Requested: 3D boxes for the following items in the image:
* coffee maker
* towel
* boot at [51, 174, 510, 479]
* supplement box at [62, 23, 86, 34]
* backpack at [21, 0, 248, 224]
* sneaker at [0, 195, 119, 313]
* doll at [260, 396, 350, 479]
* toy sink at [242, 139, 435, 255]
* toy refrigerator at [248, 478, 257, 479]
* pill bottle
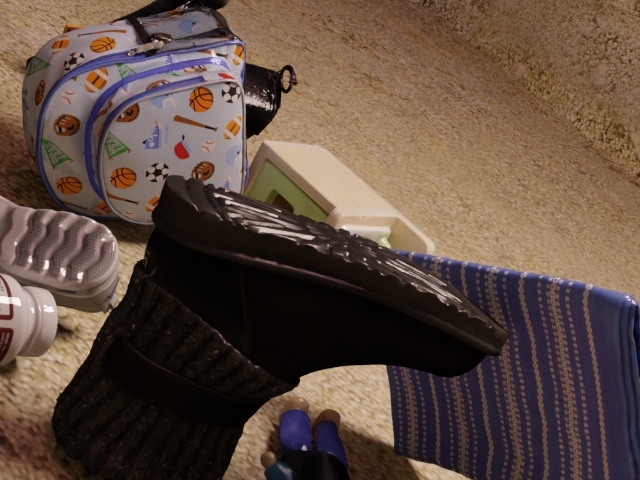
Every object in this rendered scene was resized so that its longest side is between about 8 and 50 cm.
[{"bbox_3d":[-0.160,-0.244,1.731,0.178,0.171,0.120,13,43,-32],"label":"coffee maker"},{"bbox_3d":[0.169,0.139,1.056,0.040,0.243,0.336,-22,20,-35],"label":"towel"},{"bbox_3d":[-0.034,0.114,0.979,0.348,0.260,0.131,21,12,-12],"label":"boot"},{"bbox_3d":[-0.303,-0.213,1.575,0.081,0.104,0.188,1,35,-48],"label":"supplement box"},{"bbox_3d":[-0.217,-0.138,1.331,0.264,0.276,0.213,-9,33,-16],"label":"backpack"},{"bbox_3d":[-0.325,0.012,1.096,0.281,0.115,0.105,22,59,15],"label":"sneaker"},{"bbox_3d":[0.000,0.225,1.064,0.129,0.046,0.189,23,22,-12],"label":"doll"},{"bbox_3d":[0.000,0.000,1.416,0.131,0.152,0.234,0,37,-50],"label":"toy sink"},{"bbox_3d":[0.001,0.311,0.820,0.270,0.094,0.102,37,30,21],"label":"toy refrigerator"},{"bbox_3d":[-0.313,0.069,0.972,0.152,0.086,0.086,8,30,-43],"label":"pill bottle"}]
